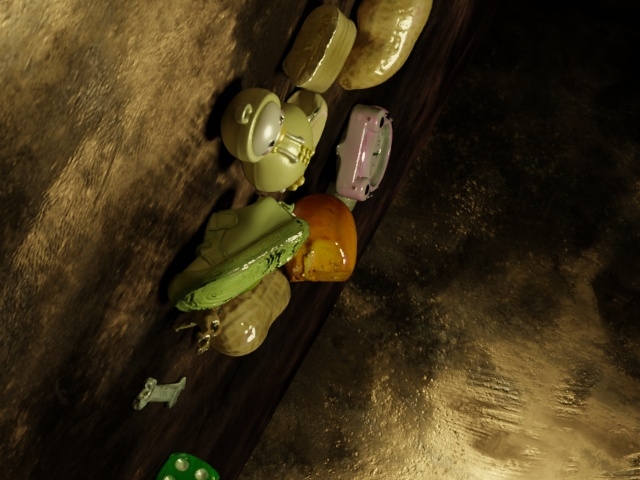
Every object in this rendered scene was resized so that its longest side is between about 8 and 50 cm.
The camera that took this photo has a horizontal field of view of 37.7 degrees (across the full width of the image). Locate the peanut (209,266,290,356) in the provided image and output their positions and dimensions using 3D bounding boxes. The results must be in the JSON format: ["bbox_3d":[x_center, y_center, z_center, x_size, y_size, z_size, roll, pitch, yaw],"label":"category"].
[{"bbox_3d":[-0.142,0.138,1.904,0.136,0.120,0.298,-39,-174,33],"label":"peanut"}]

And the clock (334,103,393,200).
[{"bbox_3d":[0.112,-0.214,2.273,0.248,0.090,0.228,-18,121,-72],"label":"clock"}]

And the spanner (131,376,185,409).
[{"bbox_3d":[-0.297,0.286,1.769,0.071,0.017,0.302,-62,172,-7],"label":"spanner"}]

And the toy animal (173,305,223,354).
[{"bbox_3d":[-0.210,0.137,1.590,0.220,0.086,0.069,-102,-168,-68],"label":"toy animal"}]

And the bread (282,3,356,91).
[{"bbox_3d":[0.001,-0.310,1.526,0.139,0.060,0.178,-62,172,8],"label":"bread"}]

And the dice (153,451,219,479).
[{"bbox_3d":[-0.318,0.576,2.189,0.120,0.128,0.131,-58,169,-38],"label":"dice"}]

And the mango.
[{"bbox_3d":[0.000,0.000,2.087,0.199,0.201,0.350,-47,-176,12],"label":"mango"}]

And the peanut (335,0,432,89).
[{"bbox_3d":[0.114,-0.393,1.759,0.122,0.137,0.253,49,-60,50],"label":"peanut"}]

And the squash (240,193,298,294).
[{"bbox_3d":[-0.124,0.015,1.731,0.188,0.095,0.095,-57,171,-3],"label":"squash"}]

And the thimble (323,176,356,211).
[{"bbox_3d":[0.054,-0.117,2.370,0.062,0.084,0.110,-64,179,24],"label":"thimble"}]

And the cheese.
[{"bbox_3d":[-0.047,-0.167,1.680,0.137,0.064,0.227,-52,166,-36],"label":"cheese"}]

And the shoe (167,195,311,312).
[{"bbox_3d":[-0.140,0.025,1.534,0.262,0.128,0.140,-28,149,-19],"label":"shoe"}]

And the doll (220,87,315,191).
[{"bbox_3d":[-0.074,-0.148,1.389,0.141,0.117,0.296,-65,172,-2],"label":"doll"}]
